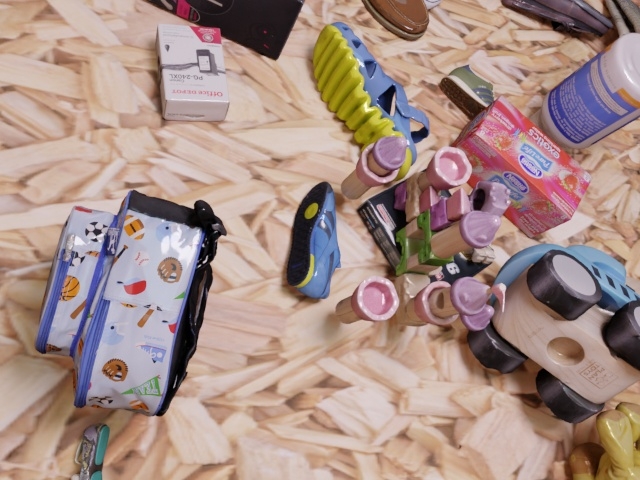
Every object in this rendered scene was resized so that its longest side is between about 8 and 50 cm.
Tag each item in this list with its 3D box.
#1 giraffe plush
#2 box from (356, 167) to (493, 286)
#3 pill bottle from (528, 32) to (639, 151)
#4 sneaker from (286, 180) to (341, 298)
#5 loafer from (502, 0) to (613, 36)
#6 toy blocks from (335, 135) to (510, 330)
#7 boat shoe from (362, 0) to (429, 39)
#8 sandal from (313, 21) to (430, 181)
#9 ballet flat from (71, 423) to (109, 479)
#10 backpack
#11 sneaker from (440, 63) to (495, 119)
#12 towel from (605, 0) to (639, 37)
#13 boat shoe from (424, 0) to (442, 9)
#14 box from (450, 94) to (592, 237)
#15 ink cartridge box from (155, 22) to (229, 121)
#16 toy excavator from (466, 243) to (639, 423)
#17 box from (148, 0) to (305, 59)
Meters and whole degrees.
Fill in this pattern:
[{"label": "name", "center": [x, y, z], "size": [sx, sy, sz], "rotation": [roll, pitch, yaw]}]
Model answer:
[{"label": "giraffe plush", "center": [0.506, 0.402, 0.918], "size": [0.181, 0.170, 0.210], "rotation": [21, 54, -9]}, {"label": "box", "center": [0.196, -0.009, 0.998], "size": [0.175, 0.051, 0.220], "rotation": [-28, 84, -27]}, {"label": "pill bottle", "center": [0.563, -0.284, 1.109], "size": [0.152, 0.272, 0.153], "rotation": [7, 71, -19]}, {"label": "sneaker", "center": [0.000, 0.000, 0.918], "size": [0.082, 0.069, 0.210], "rotation": [30, 57, -36]}, {"label": "loafer", "center": [0.587, -0.578, 1.336], "size": [0.302, 0.095, 0.109], "rotation": [21, 36, -18]}, {"label": "toy blocks", "center": [0.206, -0.009, 0.826], "size": [0.308, 0.260, 0.289], "rotation": [9, 70, -19]}, {"label": "boat shoe", "center": [0.133, -0.572, 1.134], "size": [0.110, 0.104, 0.307], "rotation": [-38, 89, -27]}, {"label": "sandal", "center": [0.101, -0.271, 1.020], "size": [0.138, 0.126, 0.318], "rotation": [-32, 94, -31]}, {"label": "ballet flat", "center": [-0.308, 0.303, 0.709], "size": [0.041, 0.041, 0.115], "rotation": [8, 69, -19]}, {"label": "backpack", "center": [-0.243, 0.086, 0.689], "size": [0.213, 0.276, 0.264], "rotation": [6, 77, -14]}, {"label": "sneaker", "center": [0.353, -0.302, 1.149], "size": [0.192, 0.064, 0.086], "rotation": [45, 68, 2]}, {"label": "towel", "center": [0.881, -0.500, 1.381], "size": [0.312, 0.056, 0.324], "rotation": [29, 41, -12]}, {"label": "boat shoe", "center": [0.282, -0.626, 1.226], "size": [0.083, 0.076, 0.226], "rotation": [33, 64, -8]}, {"label": "box", "center": [0.397, -0.145, 1.081], "size": [0.257, 0.122, 0.128], "rotation": [41, 64, -4]}, {"label": "ink cartridge box", "center": [-0.221, -0.288, 0.924], "size": [0.109, 0.063, 0.151], "rotation": [-4, 74, -22]}, {"label": "toy excavator", "center": [0.544, 0.130, 1.002], "size": [0.432, 0.222, 0.445], "rotation": [36, 40, 7]}, {"label": "box", "center": [-0.160, -0.475, 0.953], "size": [0.270, 0.165, 0.144], "rotation": [20, 66, -14]}]
